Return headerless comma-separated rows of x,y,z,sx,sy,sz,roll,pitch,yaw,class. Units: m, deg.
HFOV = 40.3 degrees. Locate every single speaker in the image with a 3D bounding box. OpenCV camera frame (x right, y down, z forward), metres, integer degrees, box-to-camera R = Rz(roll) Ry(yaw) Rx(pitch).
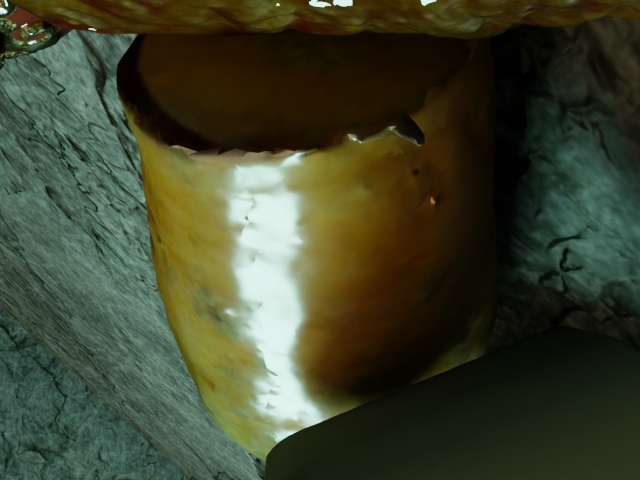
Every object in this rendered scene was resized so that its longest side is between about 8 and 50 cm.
0.114,0.264,0.429,0.183,0.184,0.406,153,99,-88,speaker

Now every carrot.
0.000,0.000,0.549,0.224,0.224,0.340,28,150,28,carrot

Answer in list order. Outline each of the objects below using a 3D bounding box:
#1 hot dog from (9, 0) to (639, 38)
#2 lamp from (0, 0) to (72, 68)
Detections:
0.008,-0.185,0.294,0.388,0.174,0.267,6,138,29,hot dog
-0.256,-0.223,0.598,0.227,0.227,0.227,33,154,19,lamp
